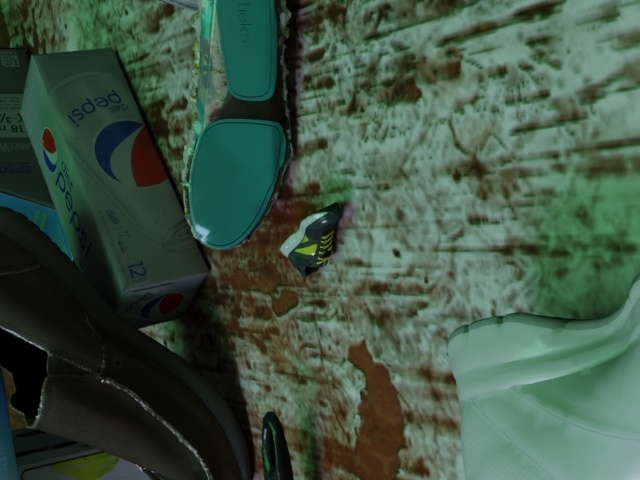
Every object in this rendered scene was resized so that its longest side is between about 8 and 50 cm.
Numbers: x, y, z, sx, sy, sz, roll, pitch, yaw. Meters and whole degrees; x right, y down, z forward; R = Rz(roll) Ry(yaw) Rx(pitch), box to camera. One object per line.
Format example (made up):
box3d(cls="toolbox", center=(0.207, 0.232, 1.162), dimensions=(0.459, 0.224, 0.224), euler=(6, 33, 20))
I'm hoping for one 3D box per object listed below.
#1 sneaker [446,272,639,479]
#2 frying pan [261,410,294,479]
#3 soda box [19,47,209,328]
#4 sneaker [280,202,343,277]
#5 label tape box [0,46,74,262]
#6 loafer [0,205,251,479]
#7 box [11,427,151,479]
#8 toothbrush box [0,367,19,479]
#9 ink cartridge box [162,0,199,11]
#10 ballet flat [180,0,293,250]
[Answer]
box3d(cls="sneaker", center=(0.160, 0.085, 0.464), dimensions=(0.297, 0.111, 0.129), euler=(143, 133, -63))
box3d(cls="frying pan", center=(-0.027, 0.317, 0.890), dimensions=(0.197, 0.053, 0.326), euler=(-30, 72, 56))
box3d(cls="soda box", center=(-0.214, -0.055, 1.032), dimensions=(0.286, 0.091, 0.098), euler=(64, 146, 23))
box3d(cls="sneaker", center=(0.000, 0.000, 0.784), dimensions=(0.035, 0.031, 0.083), euler=(57, 147, 9))
box3d(cls="label tape box", center=(-0.407, -0.041, 1.276), dimensions=(0.240, 0.106, 0.333), euler=(-61, 41, 46))
box3d(cls="loafer", center=(-0.222, 0.137, 0.938), dimensions=(0.366, 0.130, 0.134), euler=(44, 139, -9))
box3d(cls="box", center=(-0.317, 0.278, 1.219), dimensions=(0.290, 0.169, 0.087), euler=(-8, 90, 59))
box3d(cls="toothbrush box", center=(-0.399, 0.287, 1.073), dimensions=(0.216, 0.126, 0.295), euler=(-15, 83, 56))
box3d(cls="ink cartridge box", center=(-0.130, -0.328, 0.884), dimensions=(0.189, 0.066, 0.232), euler=(31, 103, 50))
box3d(cls="ballet flat", center=(-0.063, -0.112, 0.815), dimensions=(0.077, 0.091, 0.241), euler=(-100, 18, -67))
